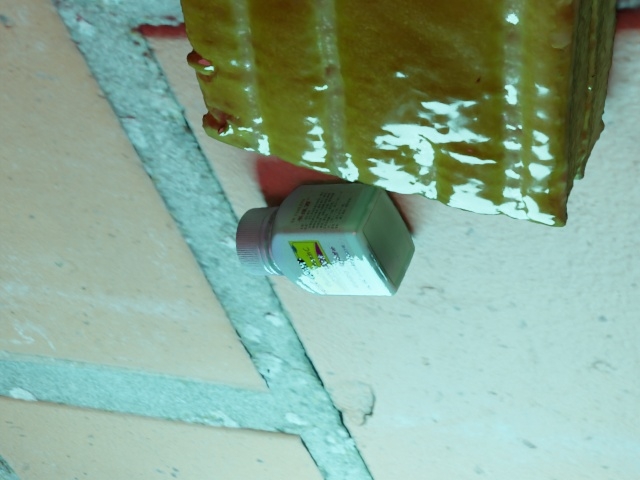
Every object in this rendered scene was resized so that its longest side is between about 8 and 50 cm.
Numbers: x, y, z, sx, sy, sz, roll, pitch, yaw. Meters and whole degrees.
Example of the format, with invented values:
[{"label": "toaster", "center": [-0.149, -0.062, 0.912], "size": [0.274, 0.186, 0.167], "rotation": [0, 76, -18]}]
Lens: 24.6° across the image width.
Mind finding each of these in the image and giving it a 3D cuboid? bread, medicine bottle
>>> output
[{"label": "bread", "center": [0.040, -0.137, 0.808], "size": [0.239, 0.111, 0.246], "rotation": [15, 144, 15]}, {"label": "medicine bottle", "center": [0.000, 0.000, 1.062], "size": [0.118, 0.055, 0.074], "rotation": [0, 139, 33]}]
